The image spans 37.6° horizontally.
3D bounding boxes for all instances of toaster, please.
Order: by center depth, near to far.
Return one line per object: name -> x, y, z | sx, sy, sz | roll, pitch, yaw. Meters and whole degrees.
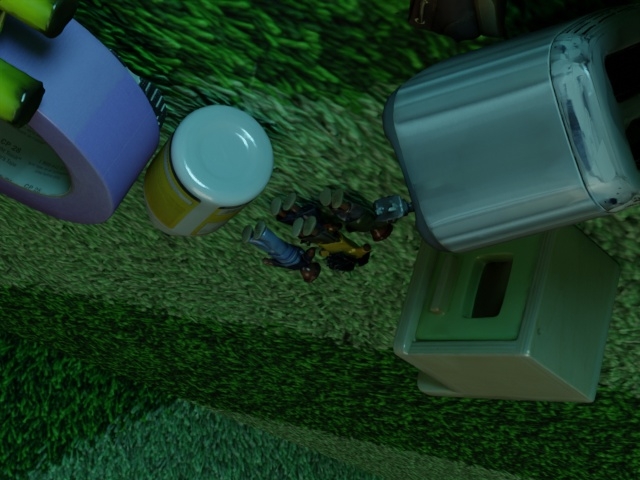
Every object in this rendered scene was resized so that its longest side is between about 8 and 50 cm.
toaster -> 0.147, -0.074, 0.604 | 0.146, 0.129, 0.227 | -15, -174, 44

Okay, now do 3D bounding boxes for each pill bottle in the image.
pill bottle -> -0.124, -0.062, 0.970 | 0.103, 0.103, 0.184 | 25, 157, -16

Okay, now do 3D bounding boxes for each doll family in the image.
doll family -> 0.000, 0.000, 1.071 | 0.111, 0.076, 0.193 | 30, 161, -38

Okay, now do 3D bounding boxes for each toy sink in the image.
toy sink -> 0.171, 0.074, 0.998 | 0.131, 0.153, 0.234 | 34, 155, -34

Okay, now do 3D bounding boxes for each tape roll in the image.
tape roll -> -0.294, -0.132, 0.897 | 0.274, 0.090, 0.275 | 24, 155, 12

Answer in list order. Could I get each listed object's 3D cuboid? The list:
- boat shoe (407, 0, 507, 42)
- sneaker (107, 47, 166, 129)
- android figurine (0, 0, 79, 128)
boat shoe -> 0.072, -0.186, 0.554 | 0.073, 0.073, 0.207 | 9, 157, 14
sneaker -> -0.193, -0.147, 0.917 | 0.043, 0.040, 0.109 | 4, 146, 42
android figurine -> -0.323, -0.203, 0.707 | 0.272, 0.056, 0.248 | 32, 119, -3
